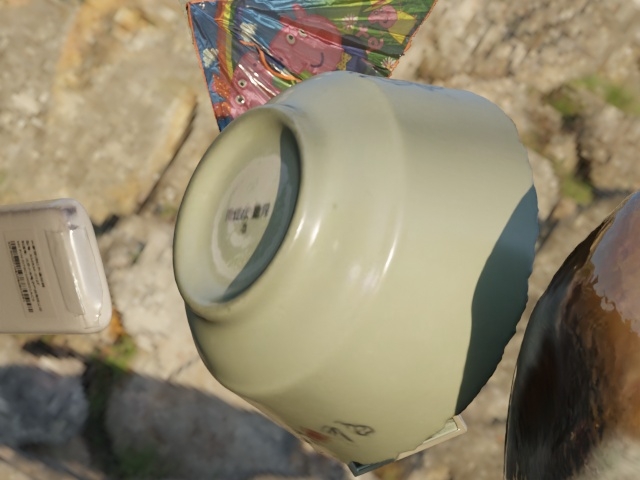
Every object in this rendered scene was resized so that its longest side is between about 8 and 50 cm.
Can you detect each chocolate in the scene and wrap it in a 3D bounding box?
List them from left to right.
[{"bbox_3d":[0.124,0.084,0.690,0.080,0.157,0.254,9,-34,-1],"label":"chocolate"}]

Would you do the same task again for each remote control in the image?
[{"bbox_3d":[-0.189,0.016,0.798,0.029,0.067,0.261,-21,11,-40],"label":"remote control"}]

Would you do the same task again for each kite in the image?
[{"bbox_3d":[-0.019,-0.118,1.189,0.234,0.321,0.016,37,-30,-15],"label":"kite"}]

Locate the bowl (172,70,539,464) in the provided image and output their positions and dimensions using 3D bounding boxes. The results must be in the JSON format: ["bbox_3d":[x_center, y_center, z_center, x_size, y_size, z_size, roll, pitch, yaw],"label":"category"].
[{"bbox_3d":[0.000,0.000,0.773,0.112,0.211,0.211,23,6,-34],"label":"bowl"}]

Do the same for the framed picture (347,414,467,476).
[{"bbox_3d":[0.050,0.127,1.046,0.066,0.089,0.007,60,14,-30],"label":"framed picture"}]
